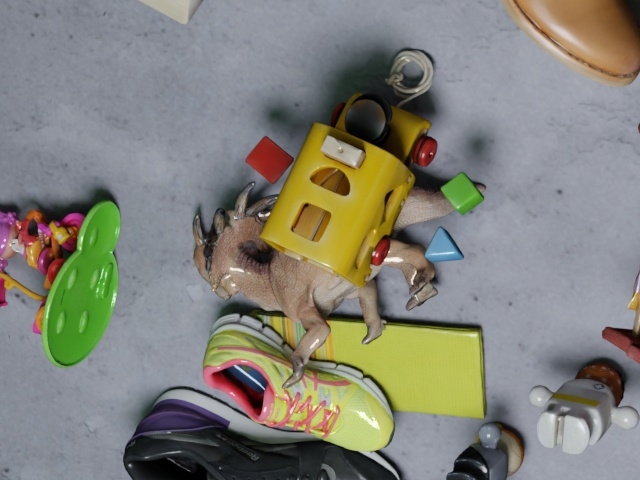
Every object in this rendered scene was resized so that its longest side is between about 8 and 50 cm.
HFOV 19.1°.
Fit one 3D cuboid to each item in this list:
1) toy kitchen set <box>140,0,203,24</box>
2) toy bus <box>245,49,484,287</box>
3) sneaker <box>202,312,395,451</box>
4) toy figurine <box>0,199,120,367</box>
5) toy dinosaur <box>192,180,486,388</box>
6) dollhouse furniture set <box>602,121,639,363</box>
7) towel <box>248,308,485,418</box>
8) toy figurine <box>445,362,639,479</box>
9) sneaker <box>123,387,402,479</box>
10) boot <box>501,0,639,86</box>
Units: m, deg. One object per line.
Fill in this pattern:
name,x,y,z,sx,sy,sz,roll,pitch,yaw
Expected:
toy kitchen set,-0.126,-0.330,1.702,0.122,0.166,0.207,29,156,6
toy bus,0.028,-0.062,1.670,0.191,0.104,0.202,-23,74,10
sneaker,-0.028,0.157,1.846,0.208,0.094,0.081,26,121,2
toy figurine,-0.299,0.023,1.907,0.159,0.130,0.173,17,96,22
toy dinosaur,0.000,0.000,1.777,0.295,0.127,0.200,-38,80,20
dollhouse furniture set,0.449,0.033,1.616,0.374,0.152,0.201,10,98,-10
towel,0.045,0.121,1.870,0.237,0.021,0.102,4,119,18
toy figurine,0.244,0.234,1.780,0.209,0.148,0.213,50,122,4
sneaker,-0.061,0.249,1.905,0.283,0.124,0.107,15,118,13
boot,0.233,-0.286,1.558,0.220,0.109,0.283,-35,85,40
